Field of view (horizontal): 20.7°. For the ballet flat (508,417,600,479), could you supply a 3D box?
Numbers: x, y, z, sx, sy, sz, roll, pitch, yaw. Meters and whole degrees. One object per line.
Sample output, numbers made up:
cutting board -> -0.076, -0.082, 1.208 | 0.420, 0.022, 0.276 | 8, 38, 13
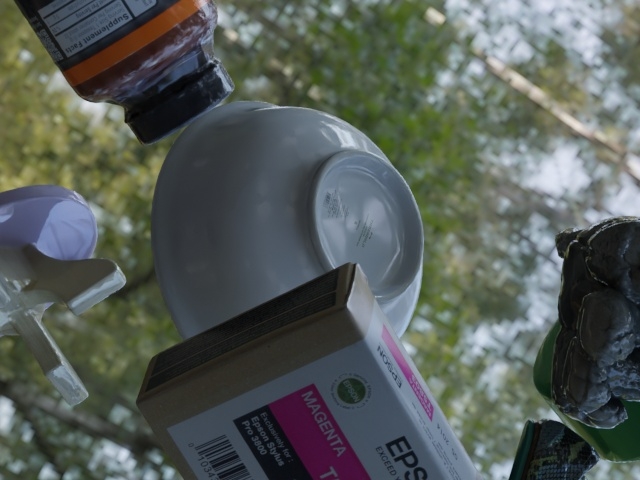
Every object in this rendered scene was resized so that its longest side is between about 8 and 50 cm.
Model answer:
ballet flat -> 0.139, 0.216, 1.199 | 0.188, 0.070, 0.070 | -69, -160, 6

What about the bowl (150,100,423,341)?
bowl -> 0.000, 0.000, 1.607 | 0.134, 0.298, 0.298 | -17, -136, 44

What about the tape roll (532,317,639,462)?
tape roll -> 0.335, 0.058, 1.532 | 0.321, 0.077, 0.321 | -38, -168, 9

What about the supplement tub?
supplement tub -> -0.133, -0.158, 1.074 | 0.106, 0.198, 0.106 | -30, -167, 8

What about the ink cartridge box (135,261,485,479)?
ink cartridge box -> -0.003, 0.164, 1.390 | 0.193, 0.235, 0.088 | -26, -163, 16

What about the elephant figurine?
elephant figurine -> 0.286, 0.069, 1.200 | 0.169, 0.239, 0.186 | 105, -7, -71

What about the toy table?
toy table -> -0.362, 0.071, 2.024 | 0.274, 0.252, 0.161 | -42, -138, 5
